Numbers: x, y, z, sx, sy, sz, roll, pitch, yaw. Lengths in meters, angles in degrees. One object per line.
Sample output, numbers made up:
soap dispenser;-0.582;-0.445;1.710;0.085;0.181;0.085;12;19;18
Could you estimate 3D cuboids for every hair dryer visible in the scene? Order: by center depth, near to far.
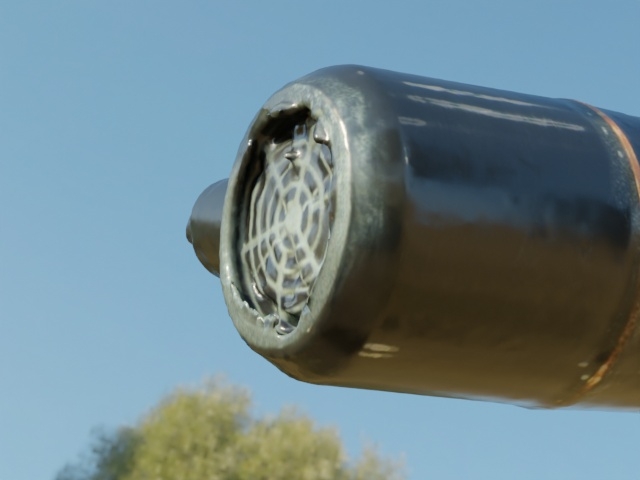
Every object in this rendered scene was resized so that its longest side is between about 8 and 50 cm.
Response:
hair dryer;0.000;0.000;0.577;0.189;0.107;0.352;8;-3;-30
